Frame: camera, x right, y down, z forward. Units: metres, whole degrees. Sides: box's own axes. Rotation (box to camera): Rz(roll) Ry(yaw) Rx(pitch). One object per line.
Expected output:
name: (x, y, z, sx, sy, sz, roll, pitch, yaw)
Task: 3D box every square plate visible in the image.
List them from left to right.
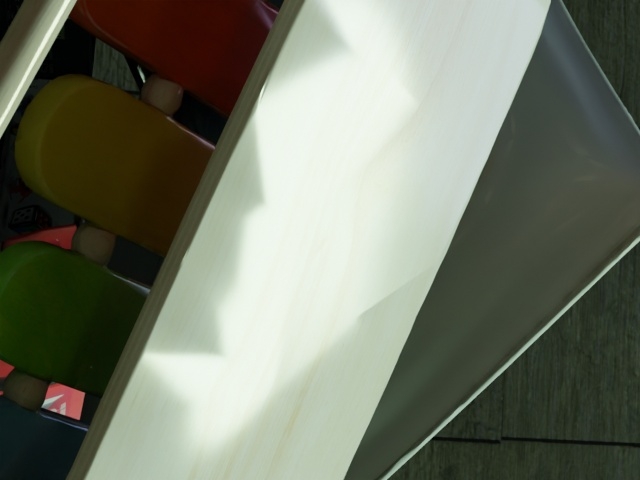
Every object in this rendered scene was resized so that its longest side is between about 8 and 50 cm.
square plate: (0.000, 0.000, 0.897, 0.344, 0.049, 0.347, -45, -153, 19)

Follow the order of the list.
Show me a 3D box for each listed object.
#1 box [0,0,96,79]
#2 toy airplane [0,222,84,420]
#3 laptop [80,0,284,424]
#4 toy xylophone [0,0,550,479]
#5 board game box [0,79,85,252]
box: (-0.143, -0.216, 0.932, 0.232, 0.059, 0.183, 107, -14, -67)
toy airplane: (-0.081, 0.040, 0.644, 0.151, 0.151, 0.028, 99, -20, -43)
laptop: (-0.086, -0.101, 0.836, 0.408, 0.236, 0.382, -31, -146, 42)
toy xylophone: (-0.039, -0.023, 0.542, 0.236, 0.081, 0.322, 41, 75, -49)
board game box: (-0.185, 0.055, 1.152, 0.305, 0.053, 0.193, 99, -8, -46)
